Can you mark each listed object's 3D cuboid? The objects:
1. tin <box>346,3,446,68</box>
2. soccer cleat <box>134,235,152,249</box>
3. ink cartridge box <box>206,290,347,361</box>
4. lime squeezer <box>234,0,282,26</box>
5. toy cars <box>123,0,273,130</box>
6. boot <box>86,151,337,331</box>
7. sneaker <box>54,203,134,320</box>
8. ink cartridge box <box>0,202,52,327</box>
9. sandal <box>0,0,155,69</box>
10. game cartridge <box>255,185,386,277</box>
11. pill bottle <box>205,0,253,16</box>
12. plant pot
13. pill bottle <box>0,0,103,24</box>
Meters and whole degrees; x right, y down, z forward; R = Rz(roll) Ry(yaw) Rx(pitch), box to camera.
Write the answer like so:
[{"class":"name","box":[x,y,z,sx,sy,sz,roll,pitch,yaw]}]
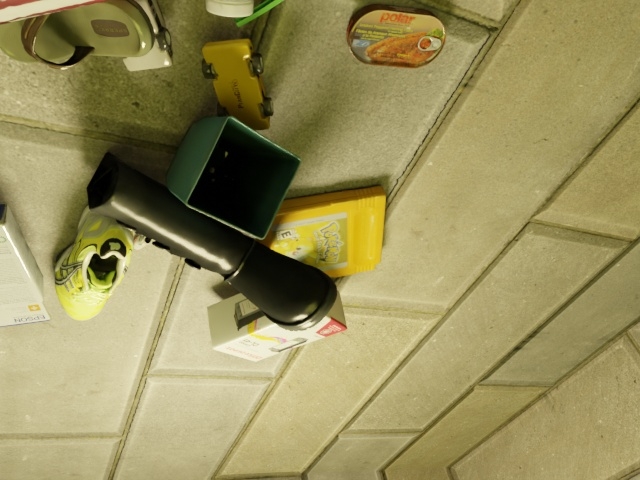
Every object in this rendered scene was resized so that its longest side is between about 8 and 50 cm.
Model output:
[{"class":"tin","box":[0.140,-0.380,0.996,0.190,0.040,0.106,0,140,-16]},{"class":"soccer cleat","box":[-0.412,0.000,1.250,0.083,0.035,0.029,-39,133,25]},{"class":"ink cartridge box","box":[-0.113,0.209,1.448,0.306,0.131,0.226,-24,150,17]},{"class":"lime squeezer","box":[-0.018,-0.450,0.840,0.110,0.058,0.310,-13,151,-50]},{"class":"toy cars","box":[-0.223,-0.332,0.910,0.394,0.087,0.176,28,135,-32]},{"class":"boot","box":[-0.221,0.000,1.063,0.445,0.367,0.146,40,74,-34]},{"class":"sneaker","box":[-0.526,0.077,1.219,0.145,0.147,0.384,10,134,-27]},{"class":"ink cartridge box","box":[-0.759,0.069,1.086,0.324,0.071,0.330,-6,141,-13]},{"class":"sandal","box":[-0.393,-0.314,0.810,0.303,0.086,0.120,6,143,25]},{"class":"game cartridge","box":[0.000,0.000,1.358,0.324,0.052,0.285,-9,138,-5]},{"class":"pill bottle","box":[-0.133,-0.435,0.787,0.103,0.103,0.184,-2,127,-14]},{"class":"plant pot","box":[-0.189,-0.130,1.013,0.166,0.234,0.165,27,88,-36]},{"class":"pill bottle","box":[-0.372,-0.398,0.656,0.393,0.224,0.224,-7,139,10]}]
